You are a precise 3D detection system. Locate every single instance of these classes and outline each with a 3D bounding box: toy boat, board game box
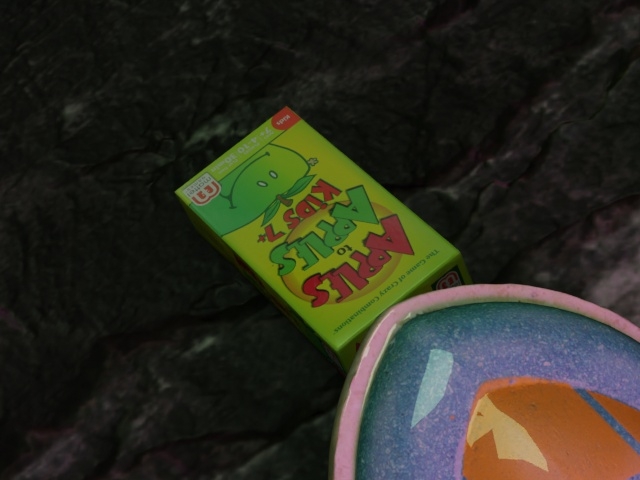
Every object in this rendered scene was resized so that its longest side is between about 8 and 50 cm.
[{"bbox_3d":[0.159,0.091,0.766,0.318,0.267,0.148,-43,8,-15],"label":"toy boat"},{"bbox_3d":[0.000,0.000,1.050,0.092,0.043,0.181,-38,48,-11],"label":"board game box"}]
